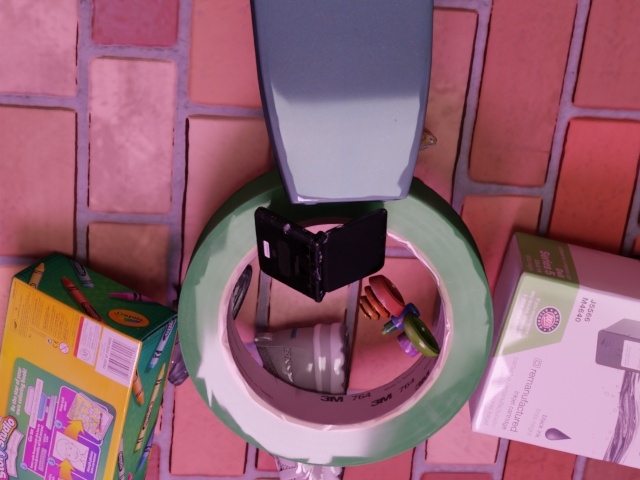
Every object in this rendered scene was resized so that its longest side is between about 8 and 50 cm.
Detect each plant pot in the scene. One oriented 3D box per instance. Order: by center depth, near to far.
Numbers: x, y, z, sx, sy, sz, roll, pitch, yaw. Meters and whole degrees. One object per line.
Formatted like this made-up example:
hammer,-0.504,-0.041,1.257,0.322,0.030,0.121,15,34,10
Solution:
plant pot,0.020,-0.151,1.345,0.166,0.166,0.234,-3,90,-3

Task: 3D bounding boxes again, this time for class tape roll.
tape roll,0.015,0.075,1.496,0.321,0.077,0.321,1,110,2

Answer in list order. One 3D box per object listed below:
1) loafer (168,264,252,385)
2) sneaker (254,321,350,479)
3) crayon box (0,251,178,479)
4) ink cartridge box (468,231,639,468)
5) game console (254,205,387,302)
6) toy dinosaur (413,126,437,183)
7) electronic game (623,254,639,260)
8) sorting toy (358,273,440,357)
loafer,-0.136,0.084,1.575,0.061,0.062,0.170,32,110,-15
sneaker,-0.027,0.218,1.648,0.115,0.105,0.281,4,109,6
crayon box,-0.263,0.174,1.560,0.165,0.081,0.278,25,119,18
ink cartridge box,0.315,0.126,1.556,0.273,0.115,0.198,13,113,-3
game console,0.000,0.000,1.386,0.107,0.071,0.122,28,154,16
toy dinosaur,0.038,-0.047,1.528,0.211,0.064,0.112,-33,104,9
electronic game,0.363,0.122,1.642,0.229,0.048,0.229,1,113,2
sorting toy,0.073,0.082,1.425,0.042,0.061,0.102,-38,82,14
